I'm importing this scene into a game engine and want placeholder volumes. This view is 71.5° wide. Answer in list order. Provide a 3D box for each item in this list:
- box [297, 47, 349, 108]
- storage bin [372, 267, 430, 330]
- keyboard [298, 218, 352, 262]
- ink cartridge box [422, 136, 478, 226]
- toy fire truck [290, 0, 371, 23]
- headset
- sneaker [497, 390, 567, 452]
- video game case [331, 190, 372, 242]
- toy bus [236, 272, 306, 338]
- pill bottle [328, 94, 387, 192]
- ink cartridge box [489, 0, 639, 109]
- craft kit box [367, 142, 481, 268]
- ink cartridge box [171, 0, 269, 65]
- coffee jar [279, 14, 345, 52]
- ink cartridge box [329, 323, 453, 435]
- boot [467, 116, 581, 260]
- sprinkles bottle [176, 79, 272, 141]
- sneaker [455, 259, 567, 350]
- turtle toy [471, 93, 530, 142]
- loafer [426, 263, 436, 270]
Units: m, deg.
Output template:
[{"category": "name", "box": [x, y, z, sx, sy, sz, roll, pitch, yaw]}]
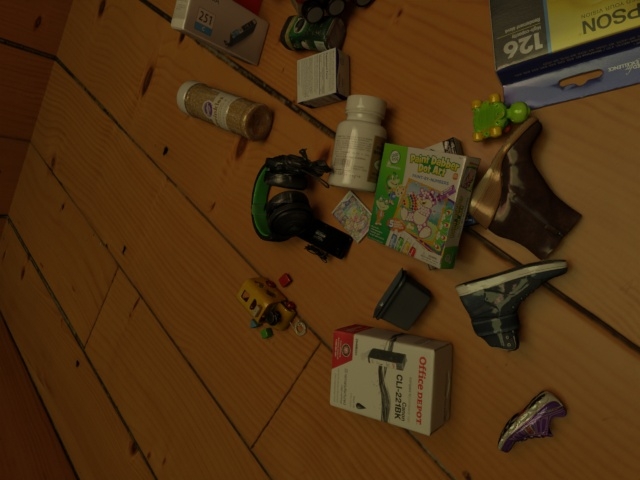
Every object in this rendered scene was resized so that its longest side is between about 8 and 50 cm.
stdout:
[{"category": "box", "box": [0.008, -0.449, 1.243, 0.137, 0.072, 0.126, -2, 88, 36]}, {"category": "storage bin", "box": [0.203, 0.149, 1.090, 0.091, 0.098, 0.135, 32, 109, 3]}, {"category": "keyboard", "box": [0.000, 0.000, 1.274, 0.192, 0.038, 0.100, 28, 82, 34]}, {"category": "ink cartridge box", "box": [0.299, -0.127, 1.044, 0.097, 0.046, 0.206, -17, 80, 36]}, {"category": "toy fire truck", "box": [0.015, -0.713, 1.103, 0.217, 0.246, 0.158, -21, 67, -5]}, {"category": "headset", "box": [-0.111, -0.136, 1.226, 0.394, 0.186, 0.243, -21, 69, 52]}, {"category": "sneaker", "box": [0.438, 0.392, 0.925, 0.071, 0.068, 0.169, 45, 113, 21]}, {"category": "video game case", "box": [0.092, -0.065, 1.213, 0.087, 0.011, 0.122, -51, 62, 24]}, {"category": "toy bus", "box": [-0.162, 0.202, 1.333, 0.202, 0.105, 0.190, -13, 82, 35]}, {"category": "pill bottle", "box": [0.100, -0.244, 1.136, 0.131, 0.131, 0.228, 13, 97, 35]}, {"category": "ink cartridge box", "box": [0.504, -0.444, 0.891, 0.304, 0.072, 0.306, -7, 83, 35]}, {"category": "craft kit box", "box": [0.226, -0.088, 1.032, 0.250, 0.061, 0.246, 26, 108, 51]}, {"category": "ink cartridge box", "box": [-0.272, -0.697, 1.309, 0.066, 0.296, 0.260, 24, 103, 33]}, {"category": "coffee jar", "box": [-0.026, -0.585, 1.261, 0.185, 0.079, 0.096, 22, 84, 34]}, {"category": "ink cartridge box", "box": [0.169, 0.329, 1.087, 0.273, 0.114, 0.196, 3, 91, 35]}, {"category": "boot", "box": [0.449, -0.109, 0.933, 0.207, 0.090, 0.248, 35, 102, 15]}, {"category": "sprinkles bottle", "box": [-0.317, -0.426, 1.446, 0.356, 0.121, 0.121, 27, 105, 32]}, {"category": "sneaker", "box": [0.419, 0.137, 0.931, 0.226, 0.086, 0.163, -24, 78, 30]}, {"category": "turtle toy", "box": [0.385, -0.266, 0.963, 0.130, 0.066, 0.095, 0, 93, 62]}, {"category": "loafer", "box": [0.267, 0.008, 1.068, 0.039, 0.045, 0.125, -13, 79, 28]}]
